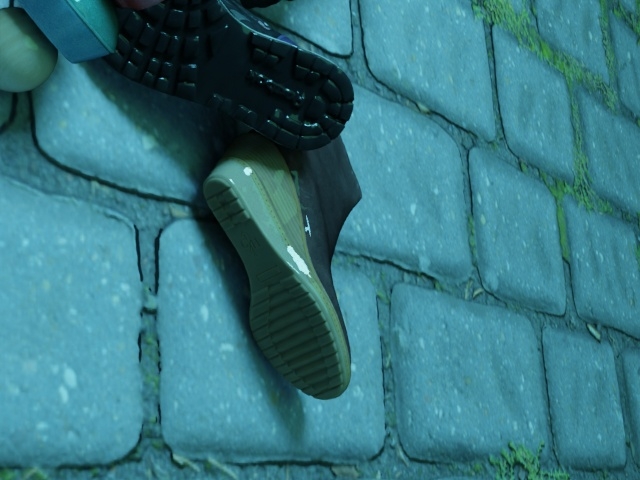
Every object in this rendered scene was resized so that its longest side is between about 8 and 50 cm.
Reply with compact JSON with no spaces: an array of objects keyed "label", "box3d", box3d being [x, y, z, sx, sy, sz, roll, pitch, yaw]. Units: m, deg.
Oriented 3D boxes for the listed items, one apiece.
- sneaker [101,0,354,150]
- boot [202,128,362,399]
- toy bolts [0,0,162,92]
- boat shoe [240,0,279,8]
[{"label":"sneaker","box3d":[-0.110,-0.174,1.007,0.283,0.107,0.124,32,8,-30]},{"label":"boot","box3d":[0.000,0.000,1.104,0.207,0.090,0.248,-42,112,-53]},{"label":"toy bolts","box3d":[-0.225,-0.221,0.827,0.228,0.158,0.218,52,-2,-21]},{"label":"boat shoe","box3d":[-0.010,-0.383,1.188,0.158,0.127,0.340,66,33,-32]}]
